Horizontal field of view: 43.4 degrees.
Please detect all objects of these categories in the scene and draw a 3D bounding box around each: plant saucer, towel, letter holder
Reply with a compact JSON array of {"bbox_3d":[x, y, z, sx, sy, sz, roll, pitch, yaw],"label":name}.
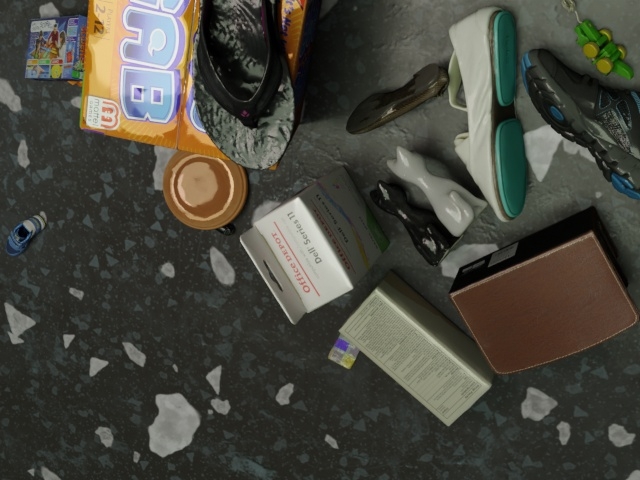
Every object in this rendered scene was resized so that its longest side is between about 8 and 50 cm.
[{"bbox_3d":[-0.261,-0.121,1.788,0.199,0.037,0.200,1,98,11],"label":"plant saucer"},{"bbox_3d":[0.058,0.251,1.834,0.060,0.009,0.083,31,115,9],"label":"towel"},{"bbox_3d":[0.442,0.108,1.574,0.301,0.152,0.215,-28,98,25],"label":"letter holder"}]

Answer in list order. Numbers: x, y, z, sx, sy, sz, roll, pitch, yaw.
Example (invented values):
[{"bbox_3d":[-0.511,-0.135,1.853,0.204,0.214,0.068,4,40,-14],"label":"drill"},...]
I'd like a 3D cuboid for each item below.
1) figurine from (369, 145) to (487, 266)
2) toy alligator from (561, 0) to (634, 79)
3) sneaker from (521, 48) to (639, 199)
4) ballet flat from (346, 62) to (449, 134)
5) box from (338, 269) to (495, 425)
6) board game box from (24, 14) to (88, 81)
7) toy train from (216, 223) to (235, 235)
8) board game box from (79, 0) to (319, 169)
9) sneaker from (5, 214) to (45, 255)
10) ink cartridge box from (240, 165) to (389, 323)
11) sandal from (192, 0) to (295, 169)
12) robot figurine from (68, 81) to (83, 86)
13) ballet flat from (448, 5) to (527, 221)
[{"bbox_3d":[0.201,-0.076,1.593,0.209,0.092,0.215,41,152,9],"label":"figurine"},{"bbox_3d":[0.491,-0.358,1.459,0.190,0.056,0.051,48,156,0],"label":"toy alligator"},{"bbox_3d":[0.510,-0.236,1.473,0.139,0.125,0.341,-43,88,1],"label":"sneaker"},{"bbox_3d":[0.152,-0.268,1.584,0.249,0.084,0.058,-26,137,38],"label":"ballet flat"},{"bbox_3d":[0.210,0.226,1.709,0.311,0.121,0.148,42,116,3],"label":"box"},{"bbox_3d":[-0.579,-0.420,1.767,0.201,0.035,0.136,11,95,41],"label":"board game box"},{"bbox_3d":[-0.268,-0.056,1.835,0.158,0.036,0.027,31,115,8],"label":"toy train"},{"bbox_3d":[-0.200,-0.379,1.489,0.356,0.356,0.357,12,112,1],"label":"board game box"},{"bbox_3d":[-0.752,-0.009,2.011,0.053,0.059,0.144,46,117,-2],"label":"sneaker"},{"bbox_3d":[0.000,0.000,1.581,0.119,0.353,0.207,-29,96,25],"label":"ink cartridge box"},{"bbox_3d":[-0.132,-0.319,1.256,0.167,0.107,0.446,-1,111,5],"label":"sandal"},{"bbox_3d":[-0.426,-0.430,1.742,0.211,0.085,0.291,38,116,4],"label":"robot figurine"},{"bbox_3d":[0.312,-0.236,1.533,0.139,0.139,0.401,-3,102,20],"label":"ballet flat"}]
